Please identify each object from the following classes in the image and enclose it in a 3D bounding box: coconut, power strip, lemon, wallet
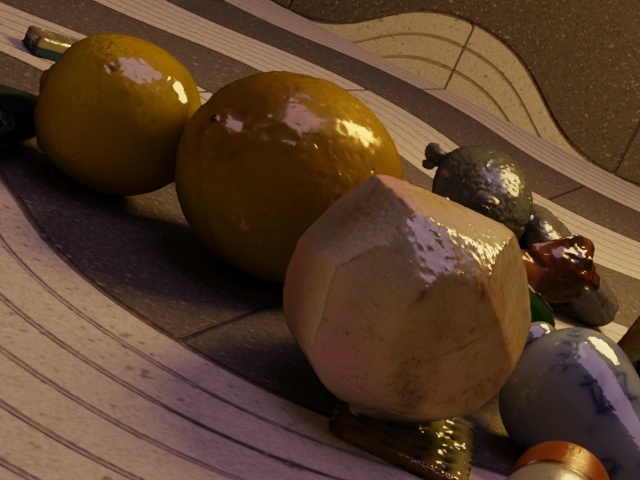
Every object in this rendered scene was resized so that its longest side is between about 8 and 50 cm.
[{"bbox_3d":[0.080,0.054,1.220,0.236,0.197,0.237,19,14,-5],"label":"coconut"},{"bbox_3d":[-0.381,-0.286,2.018,0.123,0.032,0.056,13,20,-38],"label":"power strip"},{"bbox_3d":[-0.032,-0.066,1.447,0.263,0.236,0.236,5,23,-28],"label":"lemon"},{"bbox_3d":[-0.396,-0.154,1.517,0.160,0.055,0.236,21,9,1],"label":"wallet"},{"bbox_3d":[-0.219,-0.137,1.495,0.203,0.178,0.178,25,15,-7],"label":"lemon"}]

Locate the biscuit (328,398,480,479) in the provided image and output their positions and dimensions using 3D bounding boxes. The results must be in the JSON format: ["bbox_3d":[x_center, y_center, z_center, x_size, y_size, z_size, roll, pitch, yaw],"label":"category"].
[{"bbox_3d":[0.083,0.167,1.250,0.144,0.016,0.203,25,16,5],"label":"biscuit"}]

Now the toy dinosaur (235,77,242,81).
[{"bbox_3d":[-0.123,-0.252,2.334,0.060,0.029,0.119,43,13,8],"label":"toy dinosaur"}]

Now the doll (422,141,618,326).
[{"bbox_3d":[0.268,0.015,1.864,0.340,0.158,0.246,49,-2,-26],"label":"doll"}]

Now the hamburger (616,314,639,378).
[{"bbox_3d":[0.438,0.131,1.654,0.131,0.159,0.185,27,34,20],"label":"hamburger"}]

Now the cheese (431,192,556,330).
[{"bbox_3d":[0.141,0.042,1.411,0.203,0.083,0.320,9,-32,31],"label":"cheese"}]

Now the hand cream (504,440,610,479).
[{"bbox_3d":[0.146,0.244,0.984,0.139,0.089,0.314,25,23,8],"label":"hand cream"}]

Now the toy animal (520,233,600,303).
[{"bbox_3d":[0.207,0.037,1.613,0.312,0.158,0.097,17,16,-30],"label":"toy animal"}]

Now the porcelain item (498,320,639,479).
[{"bbox_3d":[0.262,0.180,1.270,0.141,0.141,0.259,13,28,-38],"label":"porcelain item"}]
